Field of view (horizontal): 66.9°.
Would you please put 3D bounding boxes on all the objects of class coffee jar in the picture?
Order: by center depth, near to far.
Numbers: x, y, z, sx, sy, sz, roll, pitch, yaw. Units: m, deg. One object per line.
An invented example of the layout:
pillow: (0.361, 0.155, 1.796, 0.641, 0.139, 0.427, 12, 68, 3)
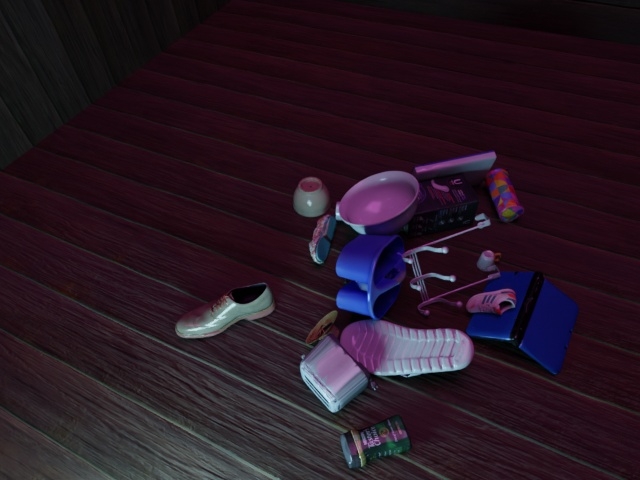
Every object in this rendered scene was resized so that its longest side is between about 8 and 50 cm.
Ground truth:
coffee jar: (0.150, 0.554, 1.334, 0.185, 0.079, 0.096, -16, 50, -8)

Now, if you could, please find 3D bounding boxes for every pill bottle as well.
pill bottle: (0.155, -0.113, 1.900, 0.184, 0.103, 0.103, 3, 49, 7)

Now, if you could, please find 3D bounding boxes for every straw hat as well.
straw hat: (0.024, 0.301, 1.572, 0.061, 0.144, 0.144, 45, 58, -9)

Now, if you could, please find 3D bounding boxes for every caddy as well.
caddy: (0.186, 0.111, 1.577, 0.179, 0.241, 0.341, 7, 20, 26)

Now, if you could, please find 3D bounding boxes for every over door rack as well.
over door rack: (0.447, 0.086, 1.587, 0.324, 0.239, 0.108, -25, 27, -9)

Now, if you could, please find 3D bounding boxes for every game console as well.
game console: (0.661, 0.259, 1.584, 0.250, 0.173, 0.293, -3, 39, 46)

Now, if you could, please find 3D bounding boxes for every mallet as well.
mallet: (0.118, 0.081, 1.785, 0.039, 0.062, 0.189, 11, 65, 15)

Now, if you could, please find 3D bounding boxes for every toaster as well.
toaster: (0.043, 0.403, 1.445, 0.146, 0.129, 0.227, -37, 63, -20)

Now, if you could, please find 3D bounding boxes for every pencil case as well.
pencil case: (0.727, -0.183, 1.918, 0.105, 0.104, 0.236, -2, 49, 3)

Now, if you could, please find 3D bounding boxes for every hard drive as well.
hard drive: (0.510, -0.257, 1.926, 0.319, 0.210, 0.040, -12, 67, -6)

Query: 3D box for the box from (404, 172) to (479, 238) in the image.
box: (0.443, -0.135, 1.868, 0.271, 0.143, 0.165, -12, 51, -6)

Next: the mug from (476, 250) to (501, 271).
mug: (0.601, 0.064, 1.734, 0.062, 0.064, 0.078, 32, 58, 29)

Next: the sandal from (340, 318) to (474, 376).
sandal: (0.259, 0.346, 1.495, 0.417, 0.102, 0.169, 1, 65, 26)

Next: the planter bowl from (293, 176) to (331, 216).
planter bowl: (-0.038, -0.191, 1.982, 0.162, 0.109, 0.162, -2, 48, 3)

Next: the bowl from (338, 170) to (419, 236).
bowl: (0.225, -0.108, 1.740, 0.298, 0.134, 0.297, -19, 36, 14)

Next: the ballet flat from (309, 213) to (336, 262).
ballet flat: (0.000, 0.000, 1.844, 0.077, 0.091, 0.240, -15, 36, 34)

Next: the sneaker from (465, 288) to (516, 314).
sneaker: (0.544, 0.206, 1.544, 0.161, 0.057, 0.075, -18, 25, 22)

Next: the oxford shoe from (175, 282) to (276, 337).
oxford shoe: (-0.327, 0.221, 1.631, 0.349, 0.130, 0.123, -20, 50, -13)
